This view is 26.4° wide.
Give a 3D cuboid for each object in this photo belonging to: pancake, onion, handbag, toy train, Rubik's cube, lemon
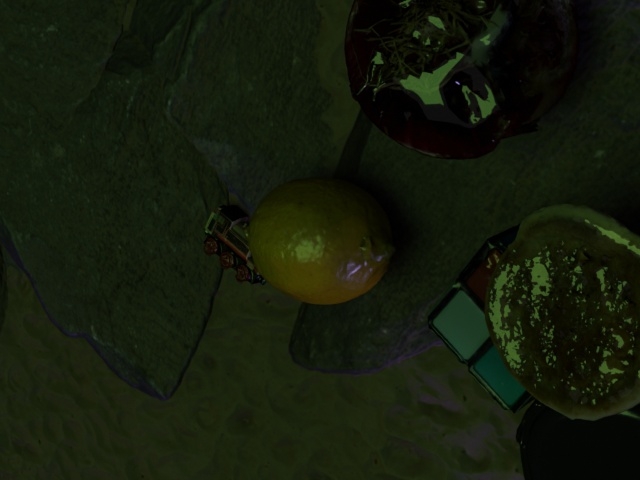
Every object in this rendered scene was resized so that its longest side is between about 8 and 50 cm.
[{"bbox_3d":[0.313,0.088,1.632,0.282,0.049,0.283,14,111,42],"label":"pancake"},{"bbox_3d":[0.185,-0.256,1.757,0.313,0.232,0.314,-2,84,20],"label":"onion"},{"bbox_3d":[0.389,0.299,1.781,0.253,0.093,0.308,1,123,26],"label":"handbag"},{"bbox_3d":[-0.127,0.009,2.176,0.138,0.050,0.087,40,121,21],"label":"toy train"},{"bbox_3d":[0.278,0.092,1.810,0.183,0.167,0.180,47,127,18],"label":"Rubik's cube"},{"bbox_3d":[0.000,0.000,1.986,0.256,0.188,0.188,9,109,32],"label":"lemon"}]
